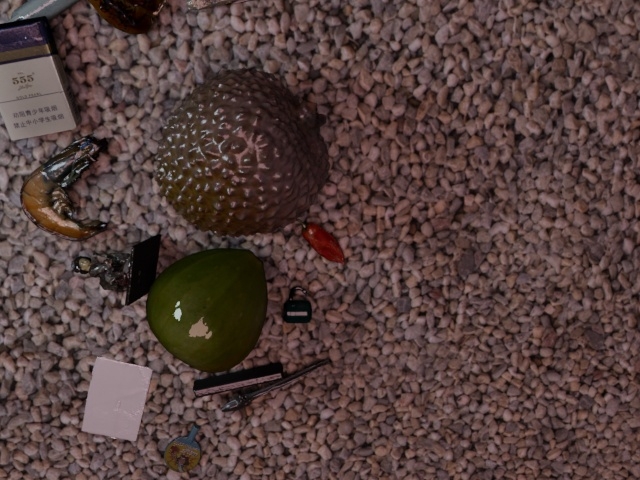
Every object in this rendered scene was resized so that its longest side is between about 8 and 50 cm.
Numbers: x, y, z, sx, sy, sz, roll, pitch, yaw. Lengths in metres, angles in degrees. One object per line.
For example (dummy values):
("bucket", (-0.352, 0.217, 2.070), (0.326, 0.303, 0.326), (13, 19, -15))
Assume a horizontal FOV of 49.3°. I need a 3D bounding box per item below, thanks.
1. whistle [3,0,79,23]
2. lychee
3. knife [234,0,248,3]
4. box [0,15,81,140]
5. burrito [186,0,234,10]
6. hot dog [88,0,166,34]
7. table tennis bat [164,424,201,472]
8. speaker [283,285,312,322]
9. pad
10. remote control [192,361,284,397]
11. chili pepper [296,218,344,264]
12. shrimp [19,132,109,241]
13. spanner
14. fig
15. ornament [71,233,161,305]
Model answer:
("whistle", (-0.594, -0.561, 1.601), (0.312, 0.062, 0.062), (-31, 105, 4))
("lychee", (-0.174, -0.183, 1.578), (0.432, 0.380, 0.380), (-31, 105, 21))
("knife", (-0.204, -0.680, 1.619), (0.072, 0.019, 0.245), (-10, 107, 0))
("box", (-0.676, -0.373, 1.610), (0.168, 0.071, 0.259), (-10, 119, -1))
("burrito", (-0.229, -0.576, 1.628), (0.171, 0.042, 0.051), (-12, 100, 3))
("hot dog", (-0.460, -0.578, 1.547), (0.162, 0.082, 0.270), (-41, 130, 10))
("table tennis bat", (-0.374, 0.578, 1.936), (0.100, 0.019, 0.155), (27, 103, -9))
("speaker", (-0.060, 0.171, 1.829), (0.075, 0.060, 0.095), (0, 104, -5))
("pad", (-0.555, 0.434, 1.893), (0.156, 0.004, 0.232), (14, 103, -8))
("remote control", (-0.219, 0.372, 1.870), (0.245, 0.063, 0.025), (-13, 117, -2))
("chili pepper", (0.001, -0.001, 1.794), (0.059, 0.050, 0.191), (-44, 115, 5))
("shrimp", (-0.594, -0.120, 1.718), (0.290, 0.054, 0.222), (-42, 102, 11))
("spanner", (-0.118, 0.393, 1.884), (0.325, 0.093, 0.026), (-23, 70, -4))
("fig", (-0.260, 0.153, 1.701), (0.316, 0.316, 0.316), (-1, 105, -4))
("ornament", (-0.528, 0.055, 1.738), (0.196, 0.166, 0.153), (11, 103, 9))
